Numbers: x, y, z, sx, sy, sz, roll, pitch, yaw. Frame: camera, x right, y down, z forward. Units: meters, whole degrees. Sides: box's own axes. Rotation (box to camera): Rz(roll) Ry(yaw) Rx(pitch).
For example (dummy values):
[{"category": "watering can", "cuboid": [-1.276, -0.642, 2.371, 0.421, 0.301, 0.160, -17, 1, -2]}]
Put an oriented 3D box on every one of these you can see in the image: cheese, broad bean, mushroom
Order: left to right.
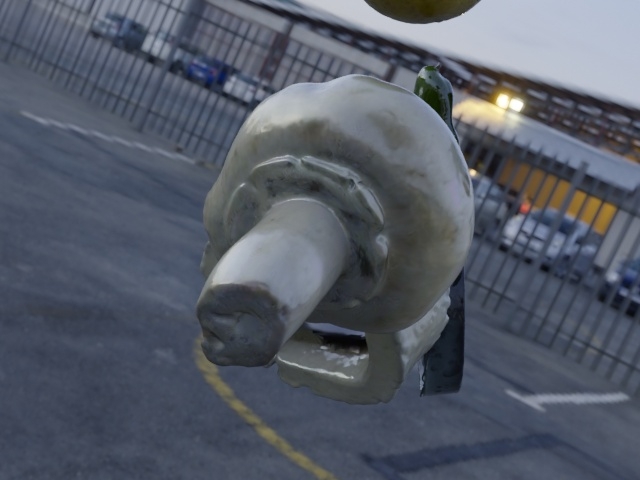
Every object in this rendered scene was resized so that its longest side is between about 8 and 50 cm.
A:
[{"category": "mushroom", "cuboid": [0.000, 0.000, 1.071, 0.314, 0.314, 0.336, 26, 41, 8]}, {"category": "cheese", "cuboid": [0.001, 0.071, 1.429, 0.332, 0.292, 0.153, 5, 33, 38]}, {"category": "broad bean", "cuboid": [0.162, -0.104, 1.338, 0.052, 0.256, 0.053, -11, 13, -3]}]

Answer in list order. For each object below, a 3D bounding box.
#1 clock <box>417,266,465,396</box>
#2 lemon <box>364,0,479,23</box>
[{"category": "clock", "cuboid": [0.193, 0.095, 1.677, 0.067, 0.325, 0.325, 0, 6, 3]}, {"category": "lemon", "cuboid": [0.144, -0.430, 1.414, 0.257, 0.258, 0.310, 26, 25, 11]}]
